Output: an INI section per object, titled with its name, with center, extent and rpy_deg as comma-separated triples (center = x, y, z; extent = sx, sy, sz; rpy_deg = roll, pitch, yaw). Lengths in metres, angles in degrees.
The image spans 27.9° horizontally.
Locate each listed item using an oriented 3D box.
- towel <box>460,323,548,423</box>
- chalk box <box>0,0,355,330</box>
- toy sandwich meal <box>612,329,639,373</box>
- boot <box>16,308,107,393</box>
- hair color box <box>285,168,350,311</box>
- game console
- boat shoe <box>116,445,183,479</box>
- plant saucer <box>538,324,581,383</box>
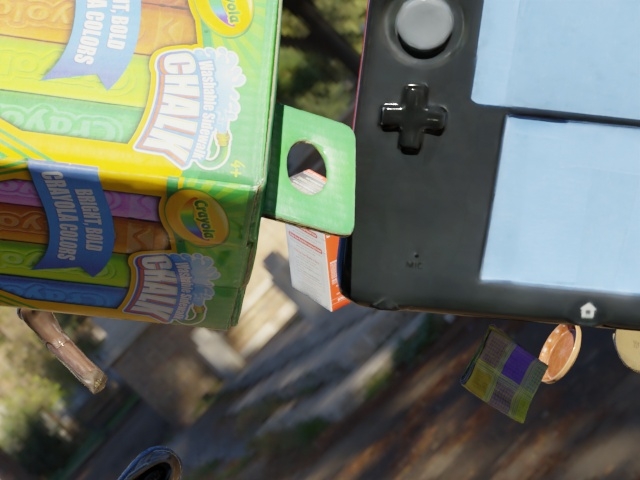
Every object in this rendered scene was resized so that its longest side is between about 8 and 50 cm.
[towel]
center = 0.159, 0.115, 1.106
extent = 0.009, 0.083, 0.060
rpy_deg = 9, 67, 57
[chalk box]
center = -0.116, -0.065, 0.830
extent = 0.179, 0.289, 0.180
rpy_deg = 105, 168, -57
[toy sandwich meal]
center = 0.397, 0.126, 1.586
extent = 0.029, 0.086, 0.085
rpy_deg = -11, -21, -34
[boot]
center = -0.286, 0.118, 1.442
extent = 0.037, 0.114, 0.106
rpy_deg = -41, -23, -11
[hair color box]
center = 0.000, 0.000, 1.723
extent = 0.053, 0.093, 0.167
rpy_deg = -26, -54, -29
[game console]
center = 0.218, -0.095, 0.934
extent = 0.060, 0.386, 0.342
rpy_deg = -94, 10, -75
[boat shoe]
center = -0.205, 0.280, 1.271
extent = 0.183, 0.066, 0.066
rpy_deg = -56, 2, -10
[plant saucer]
center = 0.297, 0.139, 1.594
extent = 0.083, 0.013, 0.083
rpy_deg = -56, 16, 25
